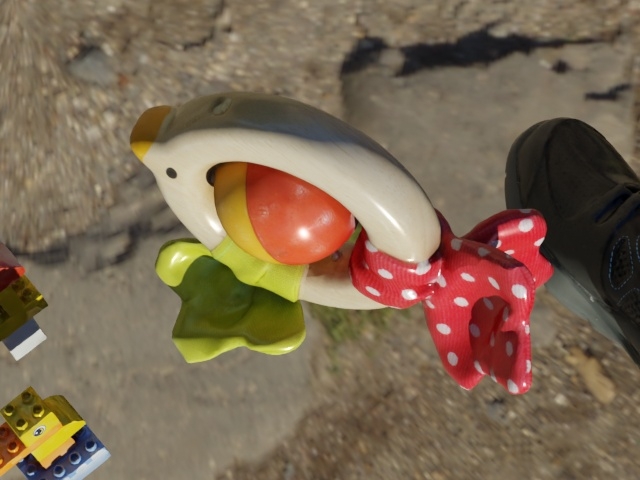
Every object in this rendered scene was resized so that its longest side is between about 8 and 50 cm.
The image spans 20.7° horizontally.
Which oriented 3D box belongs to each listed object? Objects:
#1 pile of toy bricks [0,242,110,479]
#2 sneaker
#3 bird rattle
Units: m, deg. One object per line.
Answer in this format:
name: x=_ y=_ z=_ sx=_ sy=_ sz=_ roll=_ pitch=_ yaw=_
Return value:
pile of toy bricks: x=-0.179 y=0.092 z=0.642 sx=0.212 sy=0.105 sz=0.118 roll=-38 pitch=60 yaw=-11
sneaker: x=0.240 y=0.025 z=1.121 sx=0.125 sy=0.341 sz=0.140 roll=0 pitch=135 yaw=-36
bird rattle: x=0.000 y=0.000 z=0.965 sx=0.143 sy=0.253 sz=0.207 roll=-58 pitch=134 yaw=-19
